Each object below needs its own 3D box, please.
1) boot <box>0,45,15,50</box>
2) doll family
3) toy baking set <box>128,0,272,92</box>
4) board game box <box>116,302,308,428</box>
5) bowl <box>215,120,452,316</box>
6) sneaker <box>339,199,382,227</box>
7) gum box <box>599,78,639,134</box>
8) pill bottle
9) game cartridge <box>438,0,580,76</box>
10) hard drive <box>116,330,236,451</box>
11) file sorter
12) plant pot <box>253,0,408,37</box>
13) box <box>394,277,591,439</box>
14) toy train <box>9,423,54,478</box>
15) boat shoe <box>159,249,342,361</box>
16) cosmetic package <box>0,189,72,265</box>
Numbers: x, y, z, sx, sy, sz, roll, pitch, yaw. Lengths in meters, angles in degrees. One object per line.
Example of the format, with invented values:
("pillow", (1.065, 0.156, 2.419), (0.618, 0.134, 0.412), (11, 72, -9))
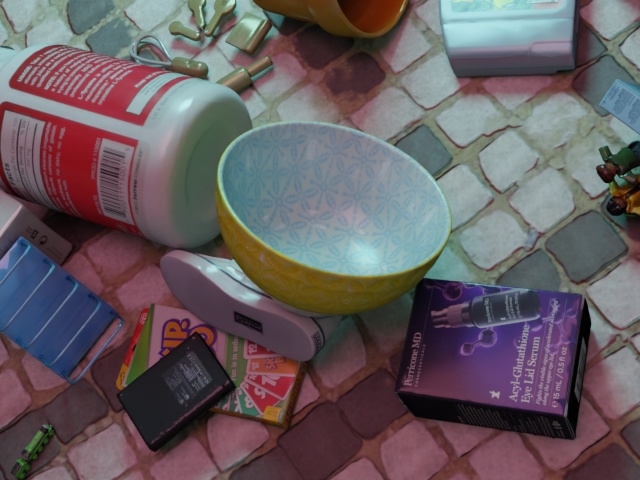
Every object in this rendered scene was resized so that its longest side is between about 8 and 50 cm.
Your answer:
("boot", (-0.539, -0.203, 1.842), (0.219, 0.082, 0.106), (-40, 58, -5))
("doll family", (0.411, -0.043, 1.464), (0.111, 0.076, 0.193), (-30, 54, -20))
("toy baking set", (-0.193, -0.269, 1.794), (0.256, 0.030, 0.197), (-35, 58, -1))
("board game box", (-0.146, 0.160, 1.576), (0.259, 0.039, 0.124), (8, 68, 24))
("bowl", (0.000, 0.000, 1.455), (0.289, 0.156, 0.289), (11, 39, -9))
("sneaker", (0.012, -0.068, 1.604), (0.087, 0.083, 0.221), (-43, 59, -2))
("gum box", (0.447, -0.121, 1.445), (0.184, 0.157, 0.041), (44, 113, 29))
("pill bottle", (-0.317, -0.145, 1.660), (0.408, 0.229, 0.229), (17, 72, 24))
("game cartridge", (0.266, -0.367, 1.677), (0.196, 0.060, 0.294), (-1, 66, 22))
("hard drive", (-0.187, 0.194, 1.541), (0.135, 0.022, 0.094), (-38, 63, 1))
("file sorter", (-0.362, 0.096, 1.582), (0.118, 0.170, 0.104), (-52, 19, -9))
("plant pot", (0.000, -0.392, 1.705), (0.188, 0.205, 0.205), (7, 68, 38))
("box", (0.208, 0.140, 1.427), (0.207, 0.108, 0.153), (5, 68, 19))
("toy train", (-0.387, 0.282, 1.600), (0.017, 0.023, 0.083), (26, 77, 26))
("boat shoe", (-0.091, 0.072, 1.548), (0.258, 0.095, 0.084), (28, 46, 23))
("cosmetic package", (-0.487, -0.001, 1.690), (0.184, 0.151, 0.151), (31, 79, 26))
